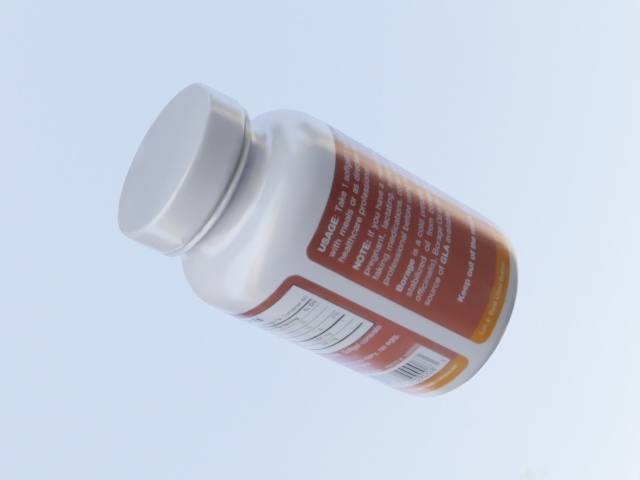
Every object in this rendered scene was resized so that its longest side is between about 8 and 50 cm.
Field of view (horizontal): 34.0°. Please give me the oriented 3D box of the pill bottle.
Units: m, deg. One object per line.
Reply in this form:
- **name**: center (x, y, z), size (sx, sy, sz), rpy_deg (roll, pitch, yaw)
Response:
- **pill bottle**: center (0.000, 0.000, 0.601), size (0.216, 0.121, 0.121), rpy_deg (28, -105, -28)
